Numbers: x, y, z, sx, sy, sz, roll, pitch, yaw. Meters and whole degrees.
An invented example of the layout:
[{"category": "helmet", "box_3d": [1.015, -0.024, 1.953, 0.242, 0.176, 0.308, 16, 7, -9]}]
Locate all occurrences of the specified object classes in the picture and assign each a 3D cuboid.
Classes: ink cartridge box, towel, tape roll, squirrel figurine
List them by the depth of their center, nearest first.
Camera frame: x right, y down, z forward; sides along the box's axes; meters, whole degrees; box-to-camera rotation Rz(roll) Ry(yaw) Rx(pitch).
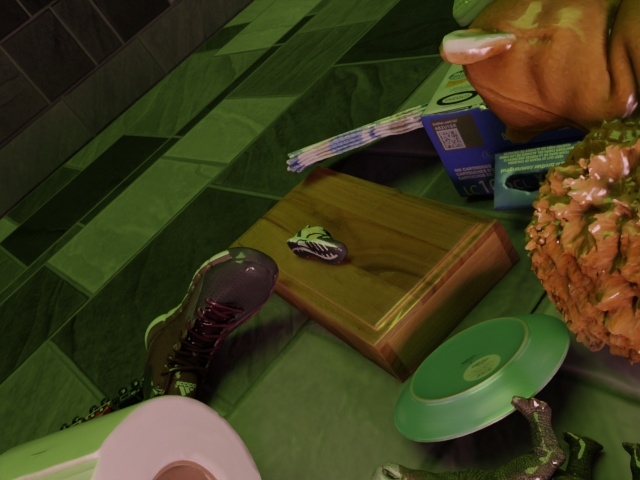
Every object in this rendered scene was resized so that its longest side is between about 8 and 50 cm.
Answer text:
[{"category": "squirrel figurine", "box_3d": [0.276, -0.100, 0.534, 0.371, 0.281, 0.396, 11, 82, 36]}, {"category": "tape roll", "box_3d": [-0.175, 0.277, 0.589, 0.169, 0.246, 0.246, -23, 32, 23]}, {"category": "ink cartridge box", "box_3d": [0.312, -0.206, 0.861, 0.270, 0.151, 0.395, -4, 41, 41]}, {"category": "towel", "box_3d": [0.097, -0.176, 1.069, 0.285, 0.034, 0.209, -18, 8, 16]}]

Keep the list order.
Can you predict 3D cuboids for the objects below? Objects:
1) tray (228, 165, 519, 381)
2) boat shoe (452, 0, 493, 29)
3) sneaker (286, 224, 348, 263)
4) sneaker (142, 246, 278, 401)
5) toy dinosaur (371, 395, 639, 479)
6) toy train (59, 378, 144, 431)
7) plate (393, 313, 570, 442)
[{"category": "tray", "box_3d": [0.042, 0.015, 0.905, 0.203, 0.076, 0.411, -44, 32, -13]}, {"category": "boat shoe", "box_3d": [0.378, -0.405, 0.793, 0.500, 0.156, 0.186, -34, 29, 32]}, {"category": "sneaker", "box_3d": [0.000, 0.000, 0.857, 0.043, 0.040, 0.109, -47, 32, -21]}, {"category": "sneaker", "box_3d": [-0.150, 0.140, 0.878, 0.281, 0.107, 0.162, -44, 31, 37]}, {"category": "toy dinosaur", "box_3d": [0.191, 0.210, 0.472, 0.314, 0.121, 0.160, 7, 62, 44]}, {"category": "toy train", "box_3d": [-0.323, 0.258, 0.983, 0.158, 0.027, 0.036, -33, 41, 5]}, {"category": "plate", "box_3d": [0.145, 0.120, 0.636, 0.188, 0.024, 0.188, -33, 8, 5]}]
